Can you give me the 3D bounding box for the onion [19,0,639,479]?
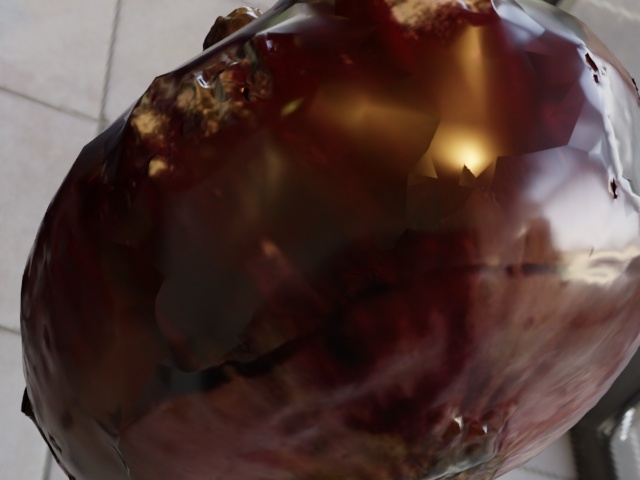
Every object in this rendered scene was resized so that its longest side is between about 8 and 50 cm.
[{"bbox_3d":[0.000,0.000,0.474,0.252,0.252,0.219,-8,56,-37],"label":"onion"}]
